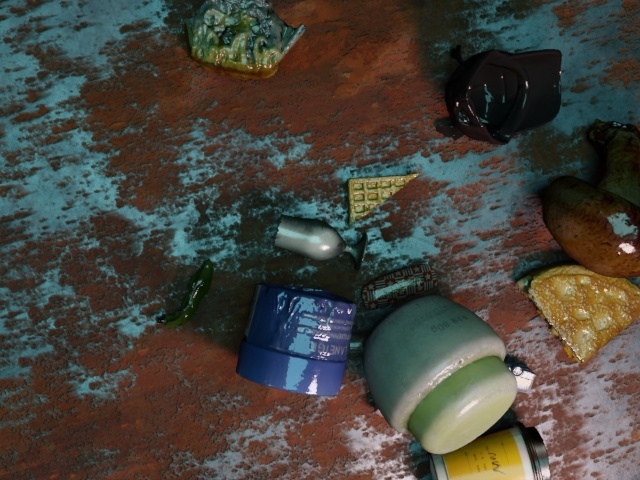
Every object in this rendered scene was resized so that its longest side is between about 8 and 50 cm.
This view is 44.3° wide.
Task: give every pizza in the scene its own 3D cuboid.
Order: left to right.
[{"bbox_3d":[0.670,0.136,1.998,0.268,0.087,0.257,-36,92,-7],"label":"pizza"}]

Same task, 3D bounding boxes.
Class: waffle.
[{"bbox_3d":[0.161,-0.102,1.936,0.191,0.032,0.125,-3,91,-7],"label":"waffle"}]

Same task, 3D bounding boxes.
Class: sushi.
[{"bbox_3d":[-0.178,-0.471,1.817,0.274,0.139,0.184,11,89,-6],"label":"sushi"}]

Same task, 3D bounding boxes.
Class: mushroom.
[{"bbox_3d":[0.733,-0.082,1.894,0.331,0.334,0.356,43,95,-8],"label":"mushroom"}]

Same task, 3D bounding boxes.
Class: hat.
[{"bbox_3d":[0.111,0.257,1.944,0.087,0.042,0.058,-9,85,25],"label":"hat"},{"bbox_3d":[0.419,-0.368,1.921,0.336,0.209,0.238,-20,116,-25],"label":"hat"}]

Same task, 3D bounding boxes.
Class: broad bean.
[{"bbox_3d":[-0.307,0.135,1.869,0.061,0.046,0.195,40,88,-11],"label":"broad bean"}]

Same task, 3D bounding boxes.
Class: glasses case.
[{"bbox_3d":[0.194,0.111,1.941,0.195,0.049,0.073,-20,95,-7],"label":"glasses case"}]

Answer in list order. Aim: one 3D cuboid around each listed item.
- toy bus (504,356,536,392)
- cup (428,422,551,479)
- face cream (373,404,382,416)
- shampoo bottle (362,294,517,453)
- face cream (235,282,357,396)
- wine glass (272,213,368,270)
[{"bbox_3d":[0.442,0.331,1.983,0.191,0.064,0.075,11,103,-9],"label":"toy bus"},{"bbox_3d":[0.416,0.563,1.931,0.280,0.196,0.196,-12,94,-1],"label":"cup"},{"bbox_3d":[0.234,0.434,1.957,0.198,0.057,0.084,29,86,-7],"label":"face cream"},{"bbox_3d":[0.266,0.298,1.809,0.322,0.322,0.317,-33,61,-6],"label":"shampoo bottle"},{"bbox_3d":[-0.054,0.219,1.806,0.249,0.249,0.225,11,89,-9],"label":"face cream"},{"bbox_3d":[0.000,0.000,1.884,0.222,0.103,0.103,15,90,-9],"label":"wine glass"}]
